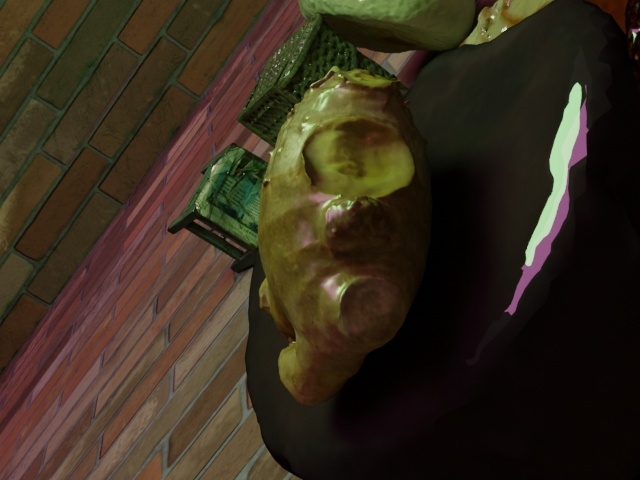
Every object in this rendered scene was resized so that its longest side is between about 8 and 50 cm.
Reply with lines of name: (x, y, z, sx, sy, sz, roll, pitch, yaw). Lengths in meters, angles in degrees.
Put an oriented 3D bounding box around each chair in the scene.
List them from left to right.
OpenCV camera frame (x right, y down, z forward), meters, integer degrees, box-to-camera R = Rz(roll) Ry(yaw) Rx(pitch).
chair: (-0.105, -0.060, 1.571, 0.270, 0.147, 0.136, -24, 36, 62)

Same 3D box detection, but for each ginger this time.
ginger: (0.014, -0.018, 0.628, 0.157, 0.102, 0.216, 107, 167, -60)

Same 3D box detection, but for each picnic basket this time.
picnic basket: (0.025, -0.172, 1.347, 0.154, 0.196, 0.134, -33, 26, 53)

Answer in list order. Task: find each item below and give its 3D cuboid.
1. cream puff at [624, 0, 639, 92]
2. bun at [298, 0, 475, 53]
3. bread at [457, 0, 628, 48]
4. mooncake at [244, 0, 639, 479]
cream puff: (0.278, -0.120, 0.523, 0.165, 0.239, 0.239, 96, -166, -56)
bun: (0.085, -0.333, 1.369, 0.244, 0.244, 0.153, 175, 103, -68)
bread: (0.219, -0.170, 0.956, 0.190, 0.123, 0.244, -59, 17, -6)
mooncake: (0.105, 0.036, 0.740, 0.350, 0.212, 0.381, -60, 24, -5)
